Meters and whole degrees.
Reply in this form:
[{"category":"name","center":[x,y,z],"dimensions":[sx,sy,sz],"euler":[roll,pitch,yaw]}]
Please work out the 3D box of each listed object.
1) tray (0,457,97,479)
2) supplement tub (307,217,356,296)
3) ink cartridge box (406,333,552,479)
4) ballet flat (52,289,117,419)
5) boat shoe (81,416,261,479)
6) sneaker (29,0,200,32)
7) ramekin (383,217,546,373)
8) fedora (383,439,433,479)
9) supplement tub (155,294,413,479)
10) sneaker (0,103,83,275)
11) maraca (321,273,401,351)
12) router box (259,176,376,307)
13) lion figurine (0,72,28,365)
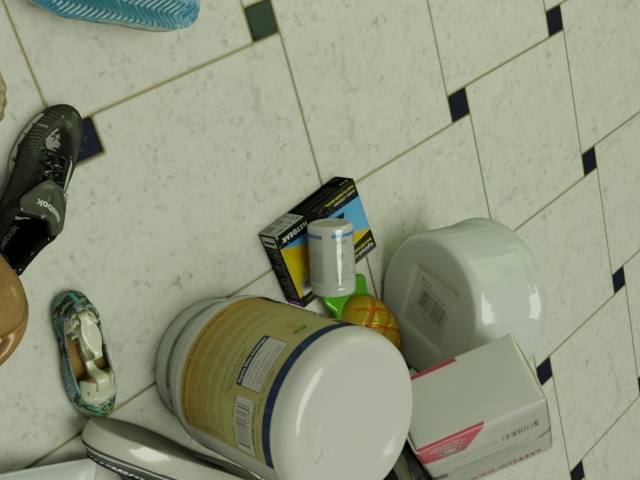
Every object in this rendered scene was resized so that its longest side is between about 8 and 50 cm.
[{"category":"tray","center":[-0.386,0.346,1.053],"dimensions":[0.270,0.030,0.145],"euler":[9,92,-60]},{"category":"supplement tub","center":[0.017,0.025,1.308],"dimensions":[0.071,0.071,0.107],"euler":[-15,109,-40]},{"category":"ink cartridge box","center":[0.242,0.281,1.364],"dimensions":[0.207,0.117,0.283],"euler":[-24,149,3]},{"category":"ballet flat","center":[-0.297,0.156,1.117],"dimensions":[0.070,0.070,0.188],"euler":[-29,117,-35]},{"category":"boat shoe","center":[-0.211,0.365,1.194],"dimensions":[0.340,0.127,0.158],"euler":[35,79,-40]},{"category":"sneaker","center":[-0.266,-0.298,1.048],"dimensions":[0.228,0.092,0.087],"euler":[12,92,-23]},{"category":"ramekin","center":[0.227,0.104,1.451],"dimensions":[0.135,0.277,0.277],"euler":[-6,103,-33]},{"category":"fedora","center":[0.103,0.398,1.434],"dimensions":[0.152,0.334,0.334],"euler":[-27,121,2]},{"category":"supplement tub","center":[-0.059,0.198,1.169],"dimensions":[0.228,0.316,0.228],"euler":[-10,105,-41]},{"category":"sneaker","center":[-0.329,-0.052,1.018],"dimensions":[0.078,0.106,0.234],"euler":[36,74,-41]},{"category":"maraca","center":[0.068,0.135,1.427],"dimensions":[0.127,0.099,0.186],"euler":[-29,92,-47]},{"category":"router box","center":[0.000,0.000,1.369],"dimensions":[0.179,0.046,0.133],"euler":[-39,122,-31]},{"category":"lion figurine","center":[-0.397,0.001,0.906],"dimensions":[0.240,0.142,0.392],"euler":[-23,97,-32]}]
